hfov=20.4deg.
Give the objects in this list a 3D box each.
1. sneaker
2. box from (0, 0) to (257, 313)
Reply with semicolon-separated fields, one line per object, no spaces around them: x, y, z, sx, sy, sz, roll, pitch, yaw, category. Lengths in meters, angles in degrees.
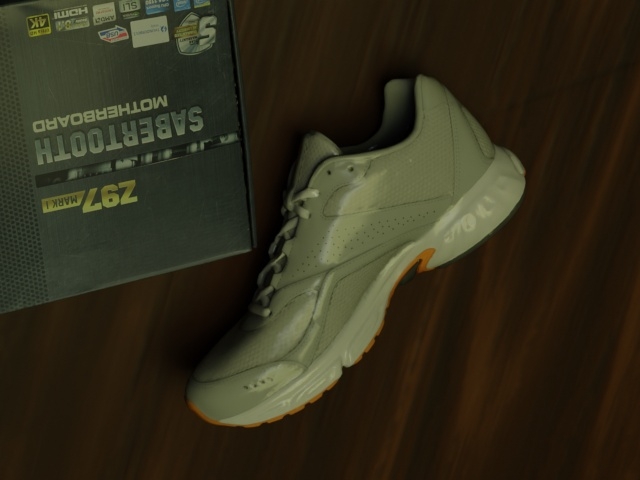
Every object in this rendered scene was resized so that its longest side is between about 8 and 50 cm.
0.000;0.000;1.111;0.262;0.099;0.121;-44;114;-11;sneaker
-0.159;-0.059;1.025;0.233;0.059;0.183;-13;116;-19;box
